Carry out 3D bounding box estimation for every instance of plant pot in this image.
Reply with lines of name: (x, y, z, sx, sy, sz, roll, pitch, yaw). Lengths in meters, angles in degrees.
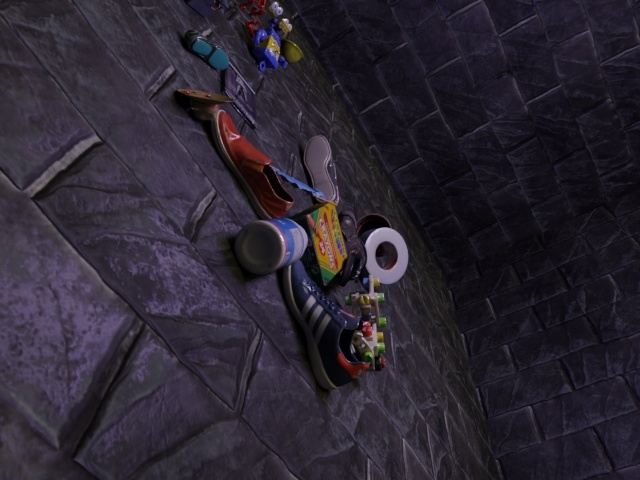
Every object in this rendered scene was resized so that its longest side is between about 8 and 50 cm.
plant pot: (0.232, -0.008, 2.313, 0.165, 0.166, 0.167, 46, 23, -67)

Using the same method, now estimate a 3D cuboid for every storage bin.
storage bin: (-0.370, -0.772, 1.745, 0.098, 0.091, 0.135, 67, 18, 12)

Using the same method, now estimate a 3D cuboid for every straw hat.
straw hat: (-0.290, -0.335, 1.375, 0.144, 0.144, 0.061, -57, 161, -70)

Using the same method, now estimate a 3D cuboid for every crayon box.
crayon box: (0.000, 0.000, 1.618, 0.318, 0.081, 0.202, -40, 117, -69)

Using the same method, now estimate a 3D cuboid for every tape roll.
tape roll: (0.236, 0.061, 2.131, 0.219, 0.072, 0.219, 3, 85, -31)

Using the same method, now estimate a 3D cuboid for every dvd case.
dvd case: (-0.262, -0.477, 1.759, 0.164, 0.018, 0.221, 47, 24, -41)

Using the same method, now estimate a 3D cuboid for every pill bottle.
pill bottle: (-0.108, 0.008, 1.321, 0.124, 0.124, 0.221, 64, 16, 3)

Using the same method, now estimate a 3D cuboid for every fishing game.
fishing game: (-0.075, -0.164, 1.634, 0.264, 0.041, 0.189, 33, 8, 27)

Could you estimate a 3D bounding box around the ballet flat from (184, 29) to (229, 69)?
ballet flat: (-0.334, -0.565, 1.607, 0.070, 0.070, 0.188, 68, 14, 13)

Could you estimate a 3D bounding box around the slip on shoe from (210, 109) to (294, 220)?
slip on shoe: (-0.180, -0.206, 1.462, 0.331, 0.101, 0.123, 59, 19, -11)

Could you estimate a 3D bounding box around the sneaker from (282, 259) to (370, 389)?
sneaker: (0.021, 0.190, 1.391, 0.350, 0.148, 0.131, 68, 17, 14)

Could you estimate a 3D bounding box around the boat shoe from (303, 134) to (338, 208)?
boat shoe: (0.004, -0.250, 2.084, 0.095, 0.112, 0.335, 70, 10, -57)

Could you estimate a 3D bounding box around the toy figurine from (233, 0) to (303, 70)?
toy figurine: (-0.219, -0.757, 2.185, 0.362, 0.191, 0.217, 45, 54, -63)

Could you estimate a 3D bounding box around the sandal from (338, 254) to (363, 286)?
sandal: (0.111, 0.092, 1.732, 0.054, 0.097, 0.254, 22, 11, 10)

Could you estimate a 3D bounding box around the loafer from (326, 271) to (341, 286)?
loafer: (0.040, 0.113, 1.716, 0.050, 0.056, 0.148, 54, 18, -8)

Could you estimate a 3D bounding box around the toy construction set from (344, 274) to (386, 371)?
toy construction set: (0.123, 0.253, 1.594, 0.327, 0.151, 0.215, -43, 130, -64)

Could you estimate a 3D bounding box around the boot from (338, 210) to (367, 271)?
boot: (0.084, 0.041, 1.899, 0.229, 0.091, 0.263, -66, 142, -58)
